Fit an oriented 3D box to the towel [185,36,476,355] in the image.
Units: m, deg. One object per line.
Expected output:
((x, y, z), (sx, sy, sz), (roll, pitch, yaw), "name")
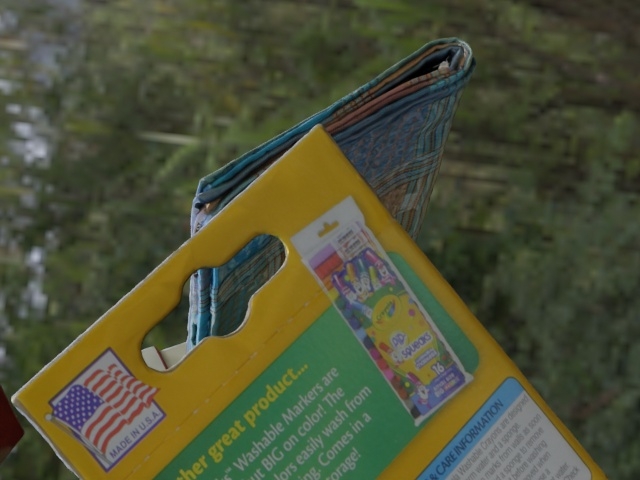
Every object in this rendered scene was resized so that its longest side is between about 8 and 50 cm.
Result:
((0.000, 0.000, 1.582), (0.040, 0.271, 0.370), (48, 155, 21), "towel")

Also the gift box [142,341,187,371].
((-0.078, 0.211, 1.781), (0.255, 0.258, 0.276), (56, 156, 35), "gift box")

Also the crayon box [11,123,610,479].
((0.023, 0.138, 0.829), (0.203, 0.323, 0.083), (-43, 8, -32), "crayon box")

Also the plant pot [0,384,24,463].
((-0.382, 0.139, 1.249), (0.236, 0.267, 0.267), (-60, -5, -16), "plant pot")
